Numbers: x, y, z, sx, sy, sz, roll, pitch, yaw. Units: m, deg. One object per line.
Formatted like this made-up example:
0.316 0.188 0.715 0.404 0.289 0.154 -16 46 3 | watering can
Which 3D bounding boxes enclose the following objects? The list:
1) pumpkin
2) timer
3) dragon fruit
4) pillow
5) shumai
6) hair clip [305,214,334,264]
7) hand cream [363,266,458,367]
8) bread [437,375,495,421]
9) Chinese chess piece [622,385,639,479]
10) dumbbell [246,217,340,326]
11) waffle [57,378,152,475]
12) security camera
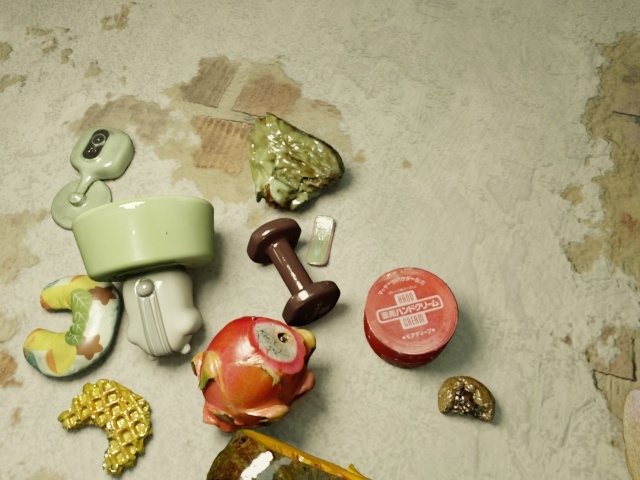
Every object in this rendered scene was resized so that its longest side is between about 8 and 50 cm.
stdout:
-0.043 0.430 0.817 0.317 0.222 0.139 25 72 -16 | pumpkin
-0.347 0.092 1.025 0.290 0.291 0.315 -12 84 -4 | timer
-0.129 0.256 0.923 0.224 0.227 0.224 22 41 -21 | dragon fruit
-0.546 0.184 1.063 0.214 0.086 0.233 -2 63 14 | pillow
-0.081 -0.174 1.202 0.255 0.189 0.218 27 83 -1 | shumai
0.000 0.001 1.164 0.054 0.022 0.137 7 62 8 | hair clip
0.184 0.163 1.008 0.193 0.125 0.193 -1 60 1 | hand cream
0.291 0.311 0.958 0.113 0.060 0.082 4 64 7 | bread
0.602 0.370 0.792 0.112 0.270 0.270 -7 60 12 | Chinese chess piece
-0.063 0.069 1.064 0.124 0.140 0.225 -16 60 -31 | dumbbell
-0.430 0.366 0.967 0.194 0.051 0.149 22 63 14 | waffle
-0.602 -0.168 1.258 0.157 0.080 0.302 11 65 8 | security camera
